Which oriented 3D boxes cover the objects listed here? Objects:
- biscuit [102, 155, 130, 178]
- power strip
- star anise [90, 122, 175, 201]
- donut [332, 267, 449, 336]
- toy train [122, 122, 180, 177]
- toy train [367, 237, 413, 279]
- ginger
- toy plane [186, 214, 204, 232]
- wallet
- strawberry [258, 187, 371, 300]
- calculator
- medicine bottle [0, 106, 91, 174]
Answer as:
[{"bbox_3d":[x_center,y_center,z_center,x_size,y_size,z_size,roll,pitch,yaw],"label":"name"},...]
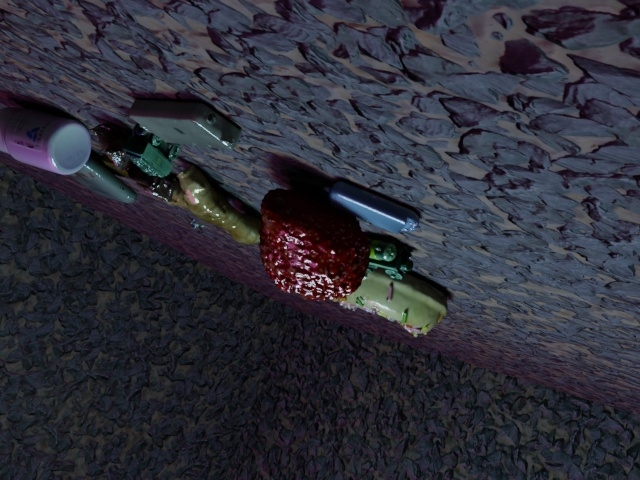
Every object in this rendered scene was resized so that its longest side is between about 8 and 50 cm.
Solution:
[{"bbox_3d":[-0.601,-0.219,2.241,0.237,0.026,0.131,17,167,35],"label":"biscuit"},{"bbox_3d":[-0.271,-0.231,1.450,0.271,0.046,0.118,13,164,44],"label":"power strip"},{"bbox_3d":[-0.455,-0.200,1.814,0.214,0.099,0.220,36,174,29],"label":"star anise"},{"bbox_3d":[0.187,0.162,2.176,0.371,0.150,0.307,19,169,21],"label":"donut"},{"bbox_3d":[-0.385,-0.204,1.674,0.070,0.099,0.172,20,170,16],"label":"toy train"},{"bbox_3d":[0.136,0.033,1.837,0.132,0.083,0.200,35,163,-38],"label":"toy train"},{"bbox_3d":[-0.290,-0.083,2.035,0.363,0.122,0.348,36,175,-15],"label":"ginger"},{"bbox_3d":[-0.350,-0.044,2.080,0.078,0.024,0.084,46,180,17],"label":"toy plane"},{"bbox_3d":[-0.756,-0.239,2.272,0.252,0.083,0.360,17,160,43],"label":"wallet"},{"bbox_3d":[-0.016,-0.007,1.611,0.261,0.261,0.257,20,131,12],"label":"strawberry"},{"bbox_3d":[0.104,-0.067,1.514,0.210,0.039,0.121,23,168,1],"label":"calculator"},{"bbox_3d":[-0.750,-0.272,1.953,0.255,0.151,0.152,18,169,26],"label":"medicine bottle"}]
